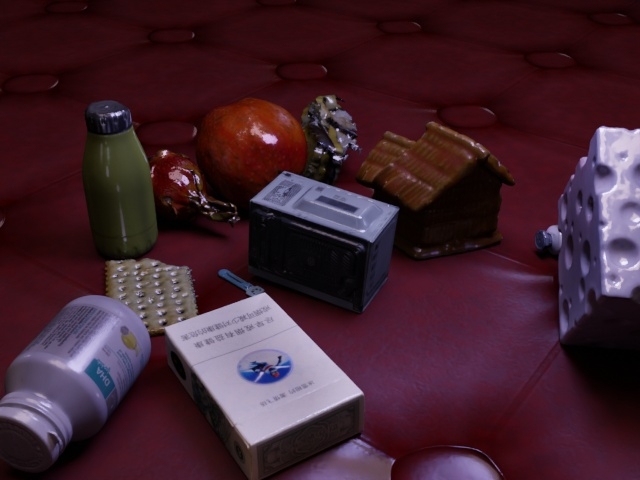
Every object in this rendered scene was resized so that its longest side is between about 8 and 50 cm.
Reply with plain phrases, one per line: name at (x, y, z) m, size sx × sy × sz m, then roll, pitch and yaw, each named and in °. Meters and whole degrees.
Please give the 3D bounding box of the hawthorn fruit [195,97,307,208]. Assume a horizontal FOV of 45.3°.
hawthorn fruit at (-0.114, -0.151, 1.424) m, size 0.205 × 0.205 × 0.253 m, roll -21°, pitch 45°, yaw -30°

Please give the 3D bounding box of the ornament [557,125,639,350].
ornament at (0.471, 0.010, 1.049) m, size 0.239 × 0.240 × 0.239 m, roll 4°, pitch 69°, yaw 5°

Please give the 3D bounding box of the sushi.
sushi at (0.003, -0.195, 1.575) m, size 0.131 × 0.139 × 0.291 m, roll 15°, pitch 31°, yaw -14°

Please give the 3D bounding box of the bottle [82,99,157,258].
bottle at (-0.336, -0.101, 1.271) m, size 0.112 × 0.260 × 0.112 m, roll 1°, pitch 32°, yaw 0°

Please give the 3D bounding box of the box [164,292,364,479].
box at (-0.080, 0.181, 1.012) m, size 0.164 × 0.069 × 0.256 m, roll -18°, pitch 36°, yaw -27°

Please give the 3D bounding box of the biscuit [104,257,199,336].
biscuit at (-0.266, 0.085, 1.210) m, size 0.144 × 0.016 × 0.203 m, roll -7°, pitch 34°, yaw -11°

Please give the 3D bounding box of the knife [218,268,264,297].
knife at (-0.131, 0.067, 1.244) m, size 0.096 × 0.010 × 0.027 m, roll 26°, pitch 40°, yaw 34°

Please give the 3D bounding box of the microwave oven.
microwave oven at (0.000, 0.000, 1.215) m, size 0.208 × 0.162 × 0.122 m, roll 19°, pitch 37°, yaw 19°

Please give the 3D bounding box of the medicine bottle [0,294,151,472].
medicine bottle at (-0.314, 0.177, 0.953) m, size 0.135 × 0.135 × 0.215 m, roll 9°, pitch 33°, yaw 13°

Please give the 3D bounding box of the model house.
model house at (0.196, -0.101, 1.319) m, size 0.220 × 0.229 × 0.199 m, roll -16°, pitch 42°, yaw -26°

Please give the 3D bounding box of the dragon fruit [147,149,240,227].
dragon fruit at (-0.237, -0.082, 1.380) m, size 0.246 × 0.125 × 0.125 m, roll 29°, pitch 39°, yaw 27°

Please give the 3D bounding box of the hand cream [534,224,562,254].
hand cream at (0.487, -0.003, 1.336) m, size 0.234 × 0.050 × 0.080 m, roll -2°, pitch 28°, yaw -15°
